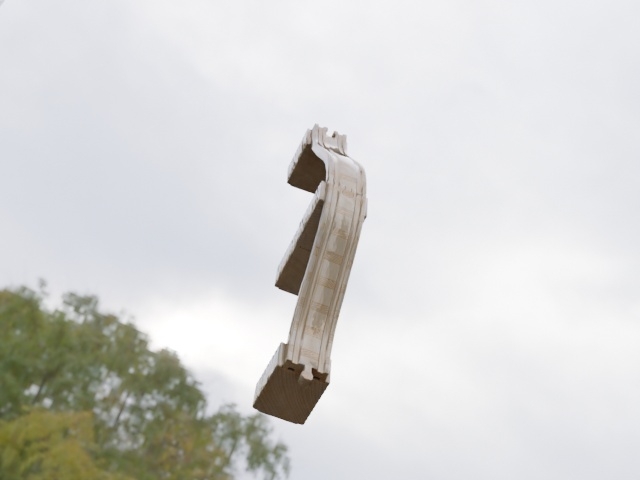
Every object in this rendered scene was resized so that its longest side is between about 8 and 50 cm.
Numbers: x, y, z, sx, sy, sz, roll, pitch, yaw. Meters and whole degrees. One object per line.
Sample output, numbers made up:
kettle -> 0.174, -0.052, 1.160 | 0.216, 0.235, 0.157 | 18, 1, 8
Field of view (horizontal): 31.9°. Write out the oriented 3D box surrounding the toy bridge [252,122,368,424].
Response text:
toy bridge -> 0.000, 0.000, 0.521 | 0.026, 0.188, 0.063 | 21, -54, -12

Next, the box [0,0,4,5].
box -> -0.448, -0.265, 1.064 | 0.262, 0.127, 0.231 | 42, -51, -14
